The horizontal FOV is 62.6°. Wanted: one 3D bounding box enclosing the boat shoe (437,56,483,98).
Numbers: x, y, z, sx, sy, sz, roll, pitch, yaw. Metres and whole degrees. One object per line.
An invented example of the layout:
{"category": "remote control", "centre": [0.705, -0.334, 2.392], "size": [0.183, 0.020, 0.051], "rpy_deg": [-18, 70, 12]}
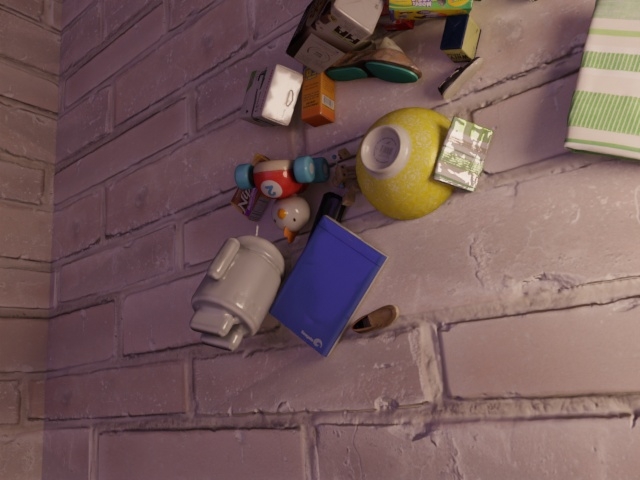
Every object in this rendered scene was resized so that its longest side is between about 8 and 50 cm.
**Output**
{"category": "boat shoe", "centre": [0.339, -0.402, 1.284], "size": [0.125, 0.046, 0.038], "rpy_deg": [-47, 61, 32]}

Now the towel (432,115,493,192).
{"category": "towel", "centre": [0.331, -0.197, 1.214], "size": [0.023, 0.113, 0.152], "rpy_deg": [-147, 74, -73]}

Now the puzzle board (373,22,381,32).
{"category": "puzzle board", "centre": [0.120, -0.625, 1.495], "size": [0.128, 0.011, 0.096], "rpy_deg": [-30, 95, 32]}

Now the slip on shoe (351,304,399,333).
{"category": "slip on shoe", "centre": [0.137, 0.200, 1.334], "size": [0.135, 0.041, 0.051], "rpy_deg": [-26, 66, 32]}

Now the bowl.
{"category": "bowl", "centre": [0.188, -0.204, 1.296], "size": [0.289, 0.156, 0.289], "rpy_deg": [-8, 77, 37]}

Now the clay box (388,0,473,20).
{"category": "clay box", "centre": [0.278, -0.567, 1.266], "size": [0.222, 0.127, 0.053], "rpy_deg": [4, 103, 9]}

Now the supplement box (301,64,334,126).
{"category": "supplement box", "centre": [-0.006, -0.460, 1.549], "size": [0.078, 0.080, 0.233], "rpy_deg": [-7, 75, 35]}

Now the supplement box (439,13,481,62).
{"category": "supplement box", "centre": [0.339, -0.487, 1.273], "size": [0.056, 0.083, 0.083], "rpy_deg": [13, 90, 39]}

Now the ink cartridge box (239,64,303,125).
{"category": "ink cartridge box", "centre": [-0.155, -0.438, 1.610], "size": [0.219, 0.092, 0.160], "rpy_deg": [21, 95, 62]}

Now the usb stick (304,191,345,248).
{"category": "usb stick", "centre": [0.000, 0.000, 1.479], "size": [0.077, 0.045, 0.278], "rpy_deg": [22, 96, 29]}

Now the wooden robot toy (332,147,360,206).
{"category": "wooden robot toy", "centre": [0.067, -0.165, 1.454], "size": [0.079, 0.076, 0.173], "rpy_deg": [129, 134, -58]}

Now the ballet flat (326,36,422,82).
{"category": "ballet flat", "centre": [0.144, -0.492, 1.422], "size": [0.316, 0.107, 0.106], "rpy_deg": [17, 85, 38]}

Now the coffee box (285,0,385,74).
{"category": "coffee box", "centre": [0.041, -0.572, 1.357], "size": [0.297, 0.119, 0.168], "rpy_deg": [-8, 58, 64]}

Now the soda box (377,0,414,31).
{"category": "soda box", "centre": [0.219, -0.704, 1.404], "size": [0.083, 0.092, 0.263], "rpy_deg": [13, 90, 37]}

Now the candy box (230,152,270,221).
{"category": "candy box", "centre": [-0.201, -0.167, 1.666], "size": [0.109, 0.053, 0.187], "rpy_deg": [41, 106, 35]}

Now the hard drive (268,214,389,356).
{"category": "hard drive", "centre": [0.016, 0.121, 1.415], "size": [0.210, 0.040, 0.319], "rpy_deg": [35, 104, 21]}

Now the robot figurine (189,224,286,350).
{"category": "robot figurine", "centre": [-0.222, 0.129, 1.471], "size": [0.199, 0.300, 0.353], "rpy_deg": [10, 54, 22]}

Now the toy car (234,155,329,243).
{"category": "toy car", "centre": [-0.096, -0.107, 1.489], "size": [0.219, 0.210, 0.238], "rpy_deg": [-4, 95, 21]}

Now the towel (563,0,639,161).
{"category": "towel", "centre": [0.625, -0.313, 1.008], "size": [0.248, 0.038, 0.325], "rpy_deg": [14, 91, 26]}
